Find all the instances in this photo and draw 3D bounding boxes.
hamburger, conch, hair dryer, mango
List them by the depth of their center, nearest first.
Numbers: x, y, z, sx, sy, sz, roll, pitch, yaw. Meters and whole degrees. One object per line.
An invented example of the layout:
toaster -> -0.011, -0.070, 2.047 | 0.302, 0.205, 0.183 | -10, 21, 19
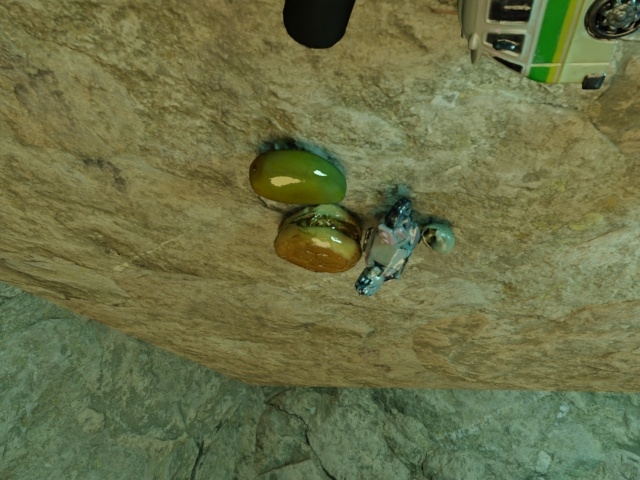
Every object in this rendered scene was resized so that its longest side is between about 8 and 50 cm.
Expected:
hair dryer -> -0.063, -0.346, 0.507 | 0.251, 0.089, 0.197 | 20, 153, -3
mango -> -0.039, -0.116, 0.883 | 0.194, 0.092, 0.130 | 16, 149, -23
conch -> 0.264, -0.011, 1.032 | 0.076, 0.057, 0.085 | 16, 141, 37
hamburger -> -0.001, -0.001, 1.076 | 0.213, 0.108, 0.214 | 9, 156, 4

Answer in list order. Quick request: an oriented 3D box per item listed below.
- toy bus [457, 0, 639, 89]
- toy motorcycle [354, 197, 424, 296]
toy bus -> 0.226, -0.299, 0.431 | 0.179, 0.143, 0.305 | 3, 152, 14
toy motorcycle -> 0.141, 0.034, 0.986 | 0.108, 0.204, 0.239 | 26, 164, 37
